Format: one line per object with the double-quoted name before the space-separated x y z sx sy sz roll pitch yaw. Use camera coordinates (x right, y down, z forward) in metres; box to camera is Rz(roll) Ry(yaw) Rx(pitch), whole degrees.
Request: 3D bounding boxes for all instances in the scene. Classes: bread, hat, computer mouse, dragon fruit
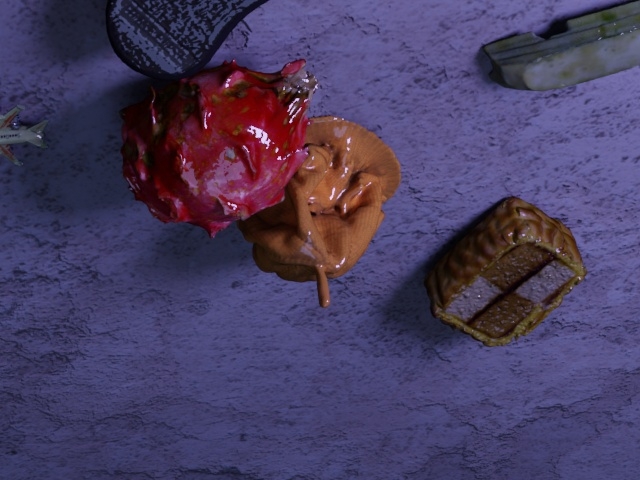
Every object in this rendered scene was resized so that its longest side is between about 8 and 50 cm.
"bread" 0.269 0.048 2.054 0.181 0.096 0.222 23 126 -32
"hat" 0.000 0.000 1.841 0.244 0.233 0.233 21 130 -29
"computer mouse" -0.130 -0.298 1.594 0.264 0.088 0.147 -34 117 24
"dragon fruit" -0.112 -0.120 1.718 0.268 0.210 0.205 -32 152 14

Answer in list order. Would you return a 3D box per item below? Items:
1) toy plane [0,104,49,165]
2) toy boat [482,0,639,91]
"toy plane" -0.392 -0.132 1.754 0.111 0.040 0.102 2 135 -13
"toy boat" 0.354 -0.250 1.775 0.293 0.055 0.093 -17 141 6
